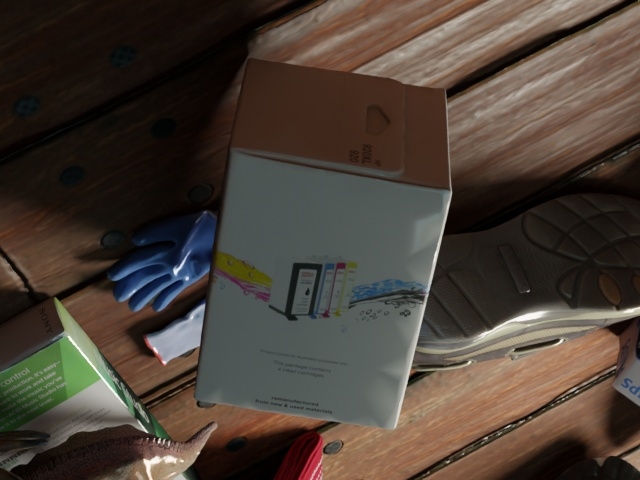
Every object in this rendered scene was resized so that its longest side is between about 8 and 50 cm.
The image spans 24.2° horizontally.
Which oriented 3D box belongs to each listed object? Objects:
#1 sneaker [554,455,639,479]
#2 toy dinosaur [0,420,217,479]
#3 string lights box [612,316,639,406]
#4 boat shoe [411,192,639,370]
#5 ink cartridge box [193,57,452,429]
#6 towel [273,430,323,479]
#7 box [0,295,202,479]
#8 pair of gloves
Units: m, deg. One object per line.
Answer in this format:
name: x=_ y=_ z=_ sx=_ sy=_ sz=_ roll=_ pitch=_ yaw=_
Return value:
sneaker: x=0.272 y=0.421 z=1.819 sx=0.410 sy=0.158 sz=0.182 roll=-42 pitch=154 yaw=19
toy dinosaur: x=-0.212 y=0.209 z=1.285 sx=0.295 sy=0.127 sz=0.200 roll=-22 pitch=129 yaw=-17
string lights box: x=0.409 y=0.053 z=1.532 sx=0.077 sy=0.133 sz=0.260 roll=35 pitch=115 yaw=0
boat shoe: x=0.200 y=0.044 z=1.446 sx=0.355 sy=0.132 sz=0.130 roll=-7 pitch=158 yaw=-24
ink cartridge box: x=0.000 y=0.000 z=1.192 sx=0.168 sy=0.171 sz=0.233 roll=9 pitch=121 yaw=-3
towel: x=-0.046 y=0.351 z=1.567 sx=0.031 sy=0.199 sz=0.275 roll=17 pitch=135 yaw=16
box: x=-0.267 y=0.211 z=1.382 sx=0.232 sy=0.058 sz=0.322 roll=-29 pitch=138 yaw=-1
pair of gloves: x=-0.098 y=0.042 z=1.339 sx=0.159 sy=0.023 sz=0.198 roll=-26 pitch=136 yaw=-4
